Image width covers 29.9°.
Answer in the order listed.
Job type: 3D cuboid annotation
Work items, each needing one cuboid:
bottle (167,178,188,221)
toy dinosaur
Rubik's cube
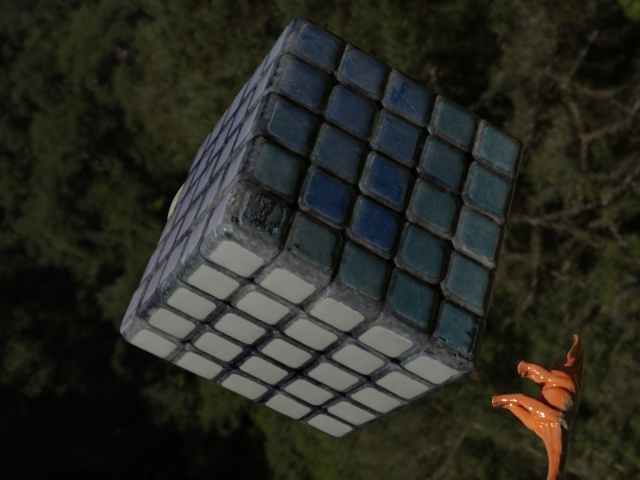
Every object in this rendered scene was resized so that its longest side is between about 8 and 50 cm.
[{"bbox_3d":[-0.039,0.027,1.254,0.120,0.253,0.120,-39,-24,-21],"label":"bottle"},{"bbox_3d":[0.238,0.186,1.294,0.280,0.101,0.055,-53,-32,-36],"label":"toy dinosaur"},{"bbox_3d":[0.000,0.000,1.022,0.238,0.236,0.237,-43,25,53],"label":"Rubik's cube"}]
